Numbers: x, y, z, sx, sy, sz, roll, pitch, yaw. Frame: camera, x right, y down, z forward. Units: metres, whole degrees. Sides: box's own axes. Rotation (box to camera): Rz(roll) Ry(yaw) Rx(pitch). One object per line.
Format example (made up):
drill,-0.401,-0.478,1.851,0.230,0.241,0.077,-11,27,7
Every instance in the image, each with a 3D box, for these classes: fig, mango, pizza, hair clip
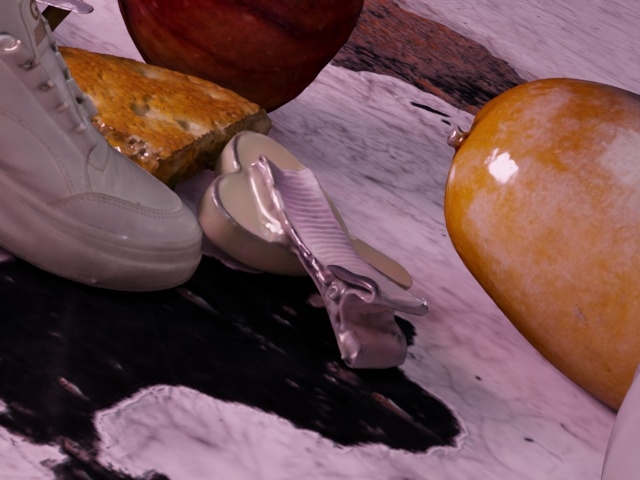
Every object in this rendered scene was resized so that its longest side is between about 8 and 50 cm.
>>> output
fig,-0.097,-0.209,1.302,0.249,0.203,0.186,16,65,-27
mango,0.254,0.026,1.155,0.384,0.199,0.221,29,24,9
pizza,-0.149,-0.081,1.170,0.292,0.058,0.197,6,26,-35
hair clip,0.001,0.002,1.127,0.159,0.071,0.218,12,31,-43

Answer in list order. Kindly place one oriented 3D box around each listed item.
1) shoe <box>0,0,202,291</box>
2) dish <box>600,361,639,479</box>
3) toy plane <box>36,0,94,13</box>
shoe,-0.194,-0.095,1.002,0.316,0.159,0.124,23,22,-17
dish,0.193,0.160,0.617,0.106,0.316,0.316,-16,43,-31
toy plane,-0.281,-0.204,1.278,0.212,0.088,0.267,8,13,-8
